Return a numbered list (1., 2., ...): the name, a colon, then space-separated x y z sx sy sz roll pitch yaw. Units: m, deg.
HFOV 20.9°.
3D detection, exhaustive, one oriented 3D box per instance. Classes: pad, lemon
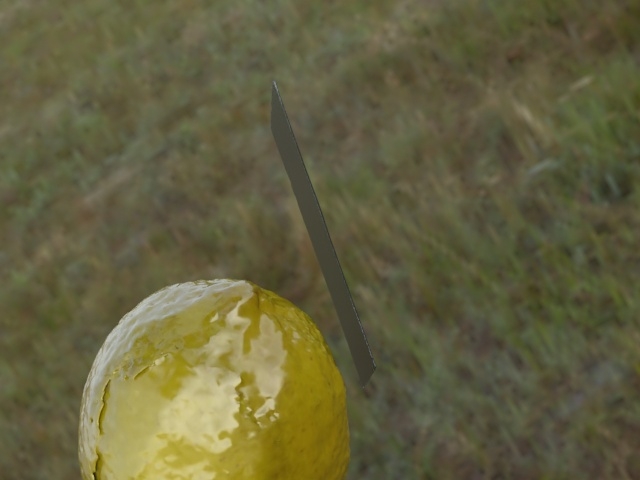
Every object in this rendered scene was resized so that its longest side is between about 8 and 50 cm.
1. pad: 0.000 0.000 1.409 0.004 0.243 0.163 -19 -8 -5
2. lemon: -0.077 0.143 1.273 0.204 0.260 0.204 6 25 -3
